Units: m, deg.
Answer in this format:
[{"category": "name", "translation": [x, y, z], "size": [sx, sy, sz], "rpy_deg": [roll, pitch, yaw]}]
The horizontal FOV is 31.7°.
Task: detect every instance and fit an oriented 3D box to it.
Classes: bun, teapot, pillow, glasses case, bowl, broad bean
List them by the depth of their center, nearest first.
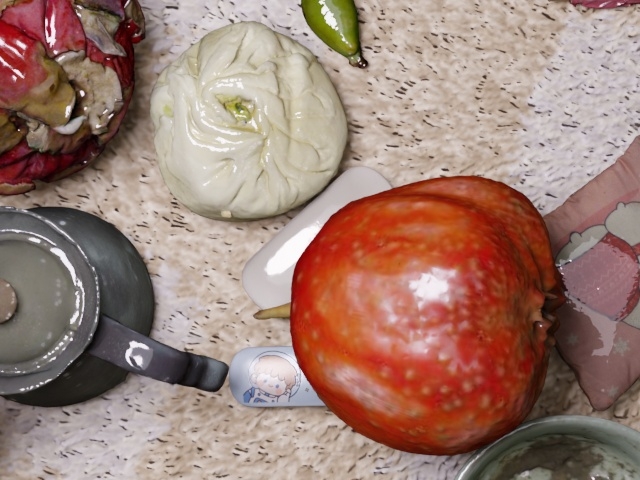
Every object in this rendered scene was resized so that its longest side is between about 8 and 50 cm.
[{"category": "teapot", "translation": [-0.273, 0.094, 1.147], "size": [0.223, 0.285, 0.305], "rpy_deg": [-40, 85, -3]}, {"category": "bowl", "translation": [0.253, 0.323, 1.196], "size": [0.289, 0.146, 0.289], "rpy_deg": [0, 86, -1]}, {"category": "bun", "translation": [-0.083, -0.131, 1.239], "size": [0.229, 0.145, 0.229], "rpy_deg": [0, 82, 2]}, {"category": "pillow", "translation": [0.330, 0.035, 1.250], "size": [0.236, 0.084, 0.223], "rpy_deg": [-37, 84, -5]}, {"category": "glasses case", "translation": [-0.013, 0.151, 1.261], "size": [0.178, 0.045, 0.067], "rpy_deg": [-1, 84, 1]}, {"category": "glasses case", "translation": [0.000, 0.000, 1.270], "size": [0.204, 0.051, 0.081], "rpy_deg": [-41, 86, -3]}, {"category": "broad bean", "translation": [0.002, -0.294, 1.296], "size": [0.070, 0.048, 0.213], "rpy_deg": [-26, 86, -5]}]

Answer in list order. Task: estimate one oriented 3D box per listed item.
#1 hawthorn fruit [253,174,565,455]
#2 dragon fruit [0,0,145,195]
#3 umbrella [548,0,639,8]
[{"category": "hawthorn fruit", "translation": [0.079, 0.073, 1.145], "size": [0.330, 0.287, 0.287], "rpy_deg": [-1, 85, 25]}, {"category": "dragon fruit", "translation": [-0.348, -0.201, 1.167], "size": [0.329, 0.329, 0.329], "rpy_deg": [0, 85, 0]}, {"category": "umbrella", "translation": [0.345, -0.282, 1.305], "size": [0.165, 0.025, 0.027], "rpy_deg": [-1, 66, -2]}]
